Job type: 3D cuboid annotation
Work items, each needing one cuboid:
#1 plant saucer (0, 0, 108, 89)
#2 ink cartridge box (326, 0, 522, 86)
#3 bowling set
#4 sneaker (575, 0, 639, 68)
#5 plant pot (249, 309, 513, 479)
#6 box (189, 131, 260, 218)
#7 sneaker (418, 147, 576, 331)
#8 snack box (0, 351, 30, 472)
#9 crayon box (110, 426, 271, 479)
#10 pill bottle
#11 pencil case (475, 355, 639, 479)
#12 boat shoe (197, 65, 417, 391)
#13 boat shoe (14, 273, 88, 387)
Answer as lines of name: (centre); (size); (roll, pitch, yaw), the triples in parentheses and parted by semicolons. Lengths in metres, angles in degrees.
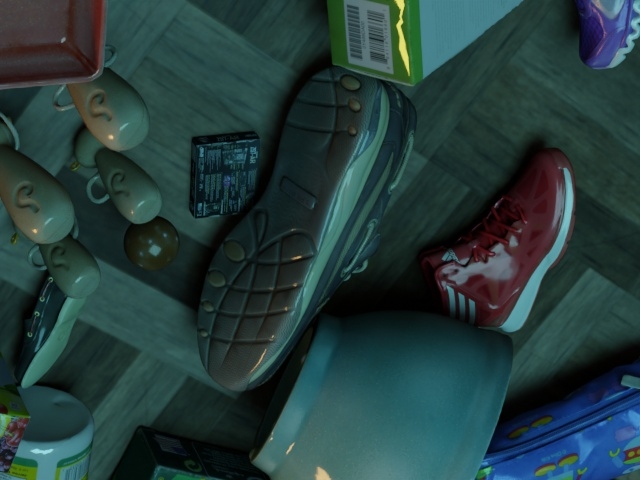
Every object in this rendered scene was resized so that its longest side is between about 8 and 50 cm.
plant saucer: (-0.295, -0.242, 1.432); (0.259, 0.048, 0.258); (-7, 124, -24)
ink cartridge box: (0.116, -0.287, 1.705); (0.255, 0.097, 0.189); (-39, 135, -42)
bowling set: (-0.240, -0.036, 1.686); (0.287, 0.154, 0.200); (-46, 144, 6)
sneaker: (0.267, -0.284, 1.768); (0.104, 0.095, 0.236); (-4, 115, -15)
plant pot: (0.047, 0.191, 1.861); (0.196, 0.293, 0.293); (25, 109, -4)
box: (-0.095, -0.065, 1.783); (0.067, 0.018, 0.083); (-8, 121, -19)
sneaker: (0.183, 0.002, 1.901); (0.128, 0.087, 0.221); (2, 117, -26)
snack box: (-0.395, 0.132, 1.677); (0.207, 0.174, 0.070); (14, 109, -28)
crayon box: (-0.171, 0.373, 1.974); (0.202, 0.081, 0.319); (17, 112, -31)
pill bottle: (-0.300, 0.263, 1.831); (0.117, 0.117, 0.208); (-1, 119, -22)
pencil case: (0.281, 0.229, 2.054); (0.306, 0.119, 0.133); (-20, 149, -11)
boat shoe: (0.000, 0.000, 1.786); (0.130, 0.132, 0.355); (10, 115, -46)
boat shoe: (-0.273, 0.087, 1.786); (0.133, 0.042, 0.049); (-62, 164, 21)
